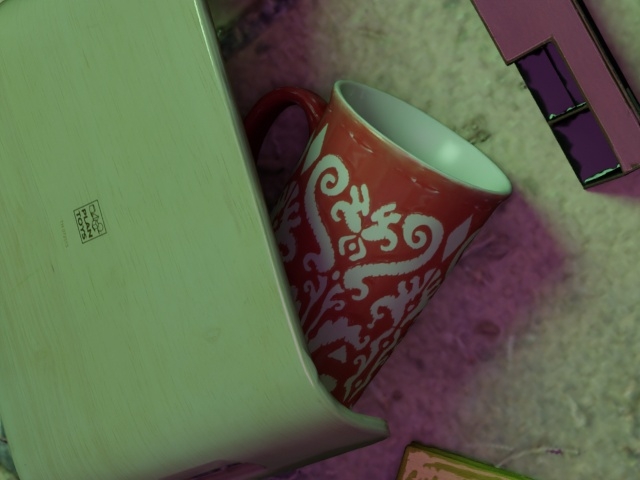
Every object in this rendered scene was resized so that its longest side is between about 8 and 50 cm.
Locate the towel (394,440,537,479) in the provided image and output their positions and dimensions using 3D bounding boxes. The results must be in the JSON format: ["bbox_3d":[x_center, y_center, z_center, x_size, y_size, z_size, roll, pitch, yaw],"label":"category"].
[{"bbox_3d":[0.065,0.242,1.016,0.102,0.021,0.237,17,100,2],"label":"towel"}]

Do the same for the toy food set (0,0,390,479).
[{"bbox_3d":[-0.090,-0.014,0.924,0.220,0.092,0.306,-22,82,37],"label":"toy food set"}]

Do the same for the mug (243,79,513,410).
[{"bbox_3d":[0.009,0.004,0.962,0.113,0.150,0.169,21,109,-31],"label":"mug"}]

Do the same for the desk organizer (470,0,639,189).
[{"bbox_3d":[0.135,-0.092,0.940,0.050,0.047,0.130,-29,92,15],"label":"desk organizer"}]
